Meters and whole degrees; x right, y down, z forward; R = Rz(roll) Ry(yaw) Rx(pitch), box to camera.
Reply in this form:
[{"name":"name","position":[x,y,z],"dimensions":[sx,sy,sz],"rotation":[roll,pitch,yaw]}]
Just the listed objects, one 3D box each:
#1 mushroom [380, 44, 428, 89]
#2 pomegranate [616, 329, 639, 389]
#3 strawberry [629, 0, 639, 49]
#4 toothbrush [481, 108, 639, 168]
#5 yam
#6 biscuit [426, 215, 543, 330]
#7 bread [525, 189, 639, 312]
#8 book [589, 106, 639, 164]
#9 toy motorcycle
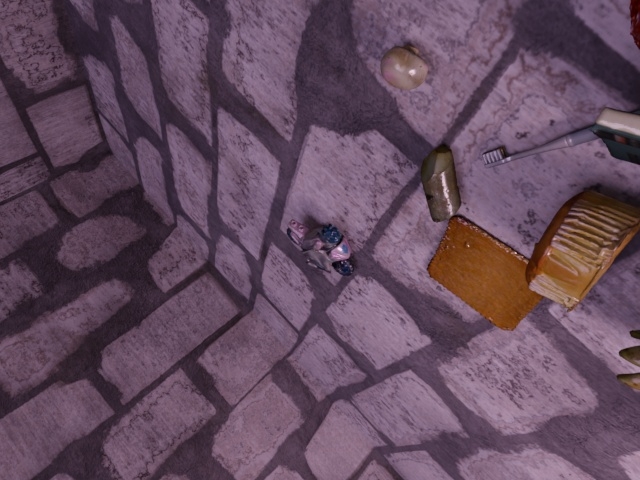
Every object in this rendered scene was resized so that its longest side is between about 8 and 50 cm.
[{"name":"mushroom","position":[0.145,-0.299,0.715],"dimensions":[0.083,0.068,0.083],"rotation":[24,-172,-3]},{"name":"pomegranate","position":[0.564,0.216,0.508],"dimensions":[0.310,0.216,0.358],"rotation":[46,157,-21]},{"name":"strawberry","position":[0.370,-0.195,0.287],"dimensions":[0.250,0.288,0.239],"rotation":[-25,94,42]},{"name":"toothbrush","position":[0.379,-0.155,0.590],"dimensions":[0.342,0.025,0.030],"rotation":[-8,114,58]},{"name":"yam","position":[0.232,-0.107,0.807],"dimensions":[0.069,0.069,0.147],"rotation":[14,135,48]},{"name":"biscuit","position":[0.352,0.077,0.902],"dimensions":[0.236,0.013,0.232],"rotation":[38,148,22]},{"name":"bread","position":[0.396,0.015,0.646],"dimensions":[0.114,0.132,0.191],"rotation":[34,144,33]},{"name":"book","position":[0.469,-0.046,0.378],"dimensions":[0.379,0.264,0.031],"rotation":[30,110,35]},{"name":"toy motorcycle","position":[0.003,-0.004,1.221],"dimensions":[0.239,0.108,0.204],"rotation":[19,149,6]}]
